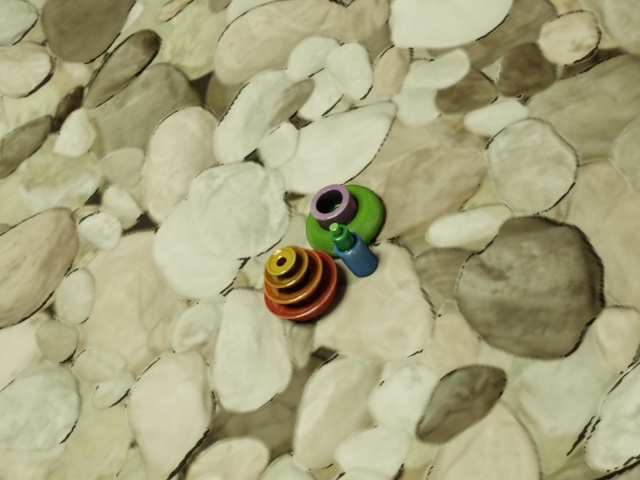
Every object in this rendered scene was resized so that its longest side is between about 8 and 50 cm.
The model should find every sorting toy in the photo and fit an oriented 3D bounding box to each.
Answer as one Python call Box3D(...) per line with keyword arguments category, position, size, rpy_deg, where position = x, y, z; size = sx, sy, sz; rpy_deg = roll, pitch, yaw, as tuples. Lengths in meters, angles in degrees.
Box3D(category="sorting toy", position=(0.000, 0.000, 1.082), size=(0.061, 0.042, 0.102), rpy_deg=(10, 61, 37))
